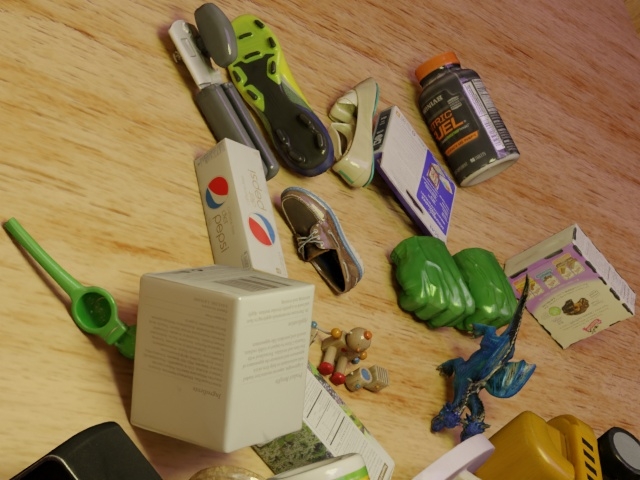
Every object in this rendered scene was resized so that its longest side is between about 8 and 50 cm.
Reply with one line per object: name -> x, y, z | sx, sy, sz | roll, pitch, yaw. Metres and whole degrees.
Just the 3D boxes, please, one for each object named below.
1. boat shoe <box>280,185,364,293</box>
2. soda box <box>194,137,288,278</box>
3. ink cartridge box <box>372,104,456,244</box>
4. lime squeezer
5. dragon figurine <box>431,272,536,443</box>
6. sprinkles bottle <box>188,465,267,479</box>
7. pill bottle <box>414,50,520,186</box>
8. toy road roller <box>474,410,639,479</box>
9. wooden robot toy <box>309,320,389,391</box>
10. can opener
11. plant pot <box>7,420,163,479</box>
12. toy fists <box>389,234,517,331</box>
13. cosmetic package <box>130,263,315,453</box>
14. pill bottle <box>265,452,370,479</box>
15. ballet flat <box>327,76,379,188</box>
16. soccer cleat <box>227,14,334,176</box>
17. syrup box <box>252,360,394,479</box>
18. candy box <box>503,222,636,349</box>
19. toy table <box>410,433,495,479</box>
boat shoe -> 0.000, 0.000, 1.928 | 0.183, 0.066, 0.066 | 50, 34, -12
soda box -> -0.112, -0.031, 1.799 | 0.074, 0.069, 0.216 | 18, 49, -46
ink cartridge box -> 0.159, -0.103, 2.239 | 0.206, 0.045, 0.208 | 51, 29, -23
lime squeezer -> -0.244, 0.078, 1.534 | 0.310, 0.059, 0.110 | 34, 39, -32
dragon figurine -> 0.275, 0.194, 2.013 | 0.085, 0.289, 0.144 | 45, -4, -23
sprinkles bottle -> -0.125, 0.405, 1.348 | 0.121, 0.121, 0.355 | 43, 34, -22
pill bottle -> 0.270, -0.236, 2.446 | 0.130, 0.130, 0.246 | -10, 70, -56
toy road roller -> 0.361, 0.409, 1.955 | 0.240, 0.202, 0.329 | 31, 34, -18
wooden robot toy -> 0.048, 0.162, 1.841 | 0.173, 0.079, 0.076 | 40, 35, -25
can opener -> -0.140, -0.216, 1.911 | 0.074, 0.093, 0.280 | -21, 85, -59
plant pot -> -0.238, 0.288, 1.259 | 0.187, 0.188, 0.167 | 53, 19, -7
toy fists -> 0.228, 0.086, 2.145 | 0.279, 0.096, 0.142 | 13, 42, -47
cosmetic package -> -0.114, 0.134, 1.505 | 0.151, 0.151, 0.184 | -5, 104, -55
pill bottle -> 0.020, 0.390, 1.534 | 0.136, 0.136, 0.246 | -8, 80, -56
ballet flat -> 0.052, -0.196, 2.169 | 0.086, 0.086, 0.248 | 36, 39, -31
soccer cleat -> -0.069, -0.224, 2.035 | 0.289, 0.093, 0.121 | 61, 1, 14
syrup box -> -0.018, 0.249, 1.660 | 0.237, 0.093, 0.096 | 50, 32, -12
candy box -> 0.464, 0.088, 2.396 | 0.196, 0.165, 0.070 | 47, 35, -18
toy table -> 0.190, 0.383, 1.722 | 0.161, 0.252, 0.274 | 48, 39, 16
